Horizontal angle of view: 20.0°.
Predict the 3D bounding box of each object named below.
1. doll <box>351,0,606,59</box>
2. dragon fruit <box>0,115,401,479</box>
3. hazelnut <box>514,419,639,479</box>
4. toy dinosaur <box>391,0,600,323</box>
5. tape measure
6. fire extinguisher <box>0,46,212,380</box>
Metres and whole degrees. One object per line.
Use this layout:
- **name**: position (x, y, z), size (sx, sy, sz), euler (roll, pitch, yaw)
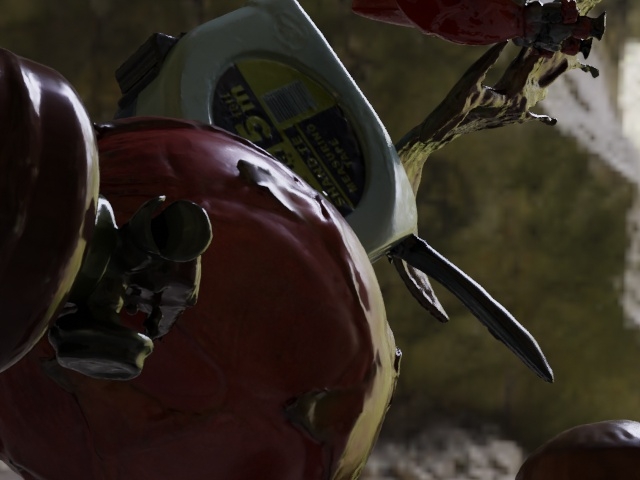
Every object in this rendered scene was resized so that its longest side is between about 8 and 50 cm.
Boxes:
- **doll**: position (0.109, -0.158, 1.247), size (0.169, 0.057, 0.109), euler (20, -17, -3)
- **dragon fruit**: position (-0.076, 0.053, 0.965), size (0.241, 0.252, 0.241), euler (-22, 25, 11)
- **hazelnut**: position (0.291, 0.274, 1.775), size (0.214, 0.214, 0.176), euler (-2, -25, -25)
- **toy dinosaur**: position (0.172, -0.093, 1.345), size (0.327, 0.113, 0.206), euler (-37, -16, 1)
- **tape measure**: position (0.000, 0.000, 1.252), size (0.215, 0.351, 0.098), euler (-31, -7, -48)
- **fire extinguisher**: position (-0.168, -0.021, 0.539), size (0.337, 0.106, 0.147), euler (20, -18, -32)
